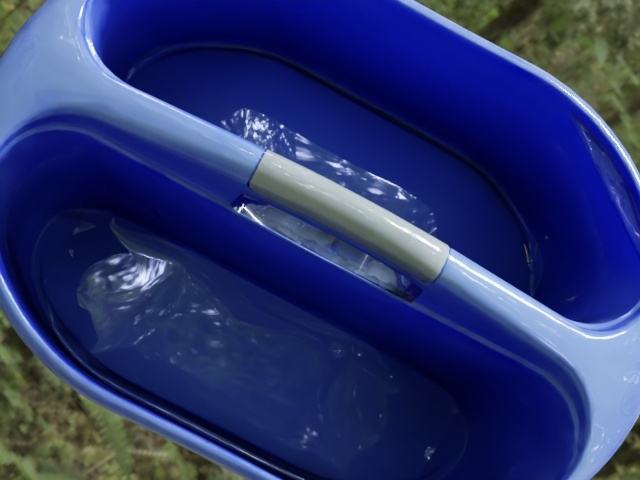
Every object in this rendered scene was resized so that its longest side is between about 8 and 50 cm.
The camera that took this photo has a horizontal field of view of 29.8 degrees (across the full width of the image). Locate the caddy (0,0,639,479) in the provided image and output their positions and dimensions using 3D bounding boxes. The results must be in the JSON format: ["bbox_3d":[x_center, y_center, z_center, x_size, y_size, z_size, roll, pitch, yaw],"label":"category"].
[{"bbox_3d":[0.000,0.000,0.593,0.341,0.241,0.179,28,-11,-5],"label":"caddy"}]
